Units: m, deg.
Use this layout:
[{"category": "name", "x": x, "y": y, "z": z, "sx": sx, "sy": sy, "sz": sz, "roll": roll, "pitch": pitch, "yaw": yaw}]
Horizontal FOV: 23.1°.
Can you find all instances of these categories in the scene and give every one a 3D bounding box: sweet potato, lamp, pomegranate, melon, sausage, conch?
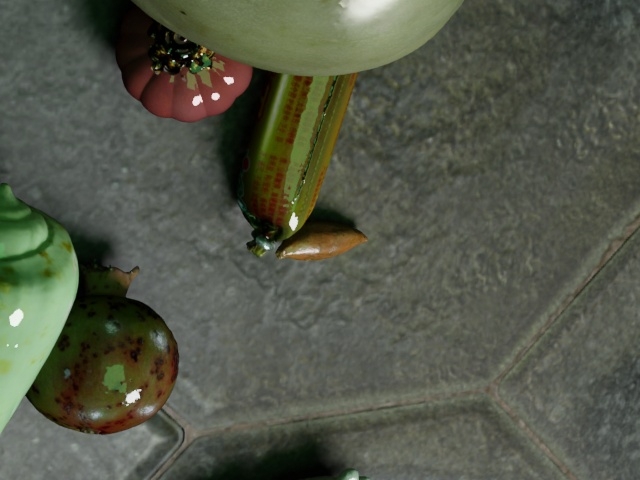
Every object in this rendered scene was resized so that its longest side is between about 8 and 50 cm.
[{"category": "sweet potato", "x": 0.000, "y": 0.000, "z": 1.326, "sx": 0.095, "sy": 0.034, "sz": 0.034, "roll": -8, "pitch": 112, "yaw": -37}, {"category": "lamp", "x": -0.101, "y": -0.143, "z": 1.182, "sx": 0.108, "sy": 0.092, "sz": 0.107, "roll": 0, "pitch": 84, "yaw": -2}, {"category": "pomegranate", "x": -0.173, "y": 0.088, "z": 1.214, "sx": 0.130, "sy": 0.130, "sz": 0.130, "roll": -10, "pitch": 113, "yaw": -25}, {"category": "melon", "x": -0.019, "y": -0.246, "z": 1.069, "sx": 0.308, "sy": 0.272, "sz": 0.271, "roll": 36, "pitch": 89, "yaw": -6}, {"category": "sausage", "x": 0.004, "y": -0.161, "z": 1.246, "sx": 0.082, "sy": 0.082, "sz": 0.371, "roll": 12, "pitch": 103, "yaw": -31}, {"category": "conch", "x": -0.276, "y": 0.070, "z": 1.144, "sx": 0.143, "sy": 0.137, "sz": 0.250, "roll": 26, "pitch": 114, "yaw": -19}]

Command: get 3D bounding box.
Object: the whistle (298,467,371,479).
[{"category": "whistle", "x": -0.048, "y": 0.270, "z": 1.364, "sx": 0.244, "sy": 0.092, "sz": 0.110, "roll": -18, "pitch": 126, "yaw": -23}]
